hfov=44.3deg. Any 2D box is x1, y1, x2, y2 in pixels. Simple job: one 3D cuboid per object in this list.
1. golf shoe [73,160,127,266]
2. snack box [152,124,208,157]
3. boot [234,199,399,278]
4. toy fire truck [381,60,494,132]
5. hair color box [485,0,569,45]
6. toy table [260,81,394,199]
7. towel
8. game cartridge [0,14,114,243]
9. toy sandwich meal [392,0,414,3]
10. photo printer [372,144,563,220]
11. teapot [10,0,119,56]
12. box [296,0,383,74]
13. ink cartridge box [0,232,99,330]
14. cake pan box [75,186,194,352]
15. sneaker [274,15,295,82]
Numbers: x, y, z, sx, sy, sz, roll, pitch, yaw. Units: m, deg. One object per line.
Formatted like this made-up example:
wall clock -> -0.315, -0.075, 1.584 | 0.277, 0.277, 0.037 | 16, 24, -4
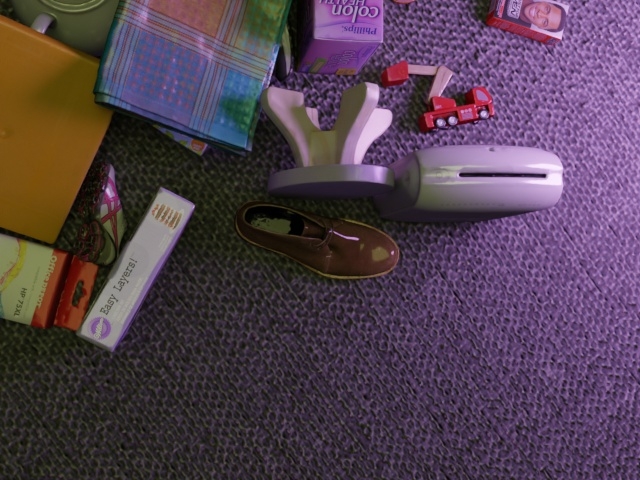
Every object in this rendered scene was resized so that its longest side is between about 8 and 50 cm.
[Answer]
golf shoe -> -0.373, -0.044, 1.356 | 0.067, 0.086, 0.186 | -10, 71, 32
snack box -> -0.218, -0.233, 1.395 | 0.100, 0.037, 0.141 | 32, 83, -5
boot -> 0.000, 0.000, 1.381 | 0.305, 0.115, 0.112 | 14, 83, -9
toy fire truck -> 0.219, -0.273, 1.461 | 0.192, 0.047, 0.135 | -13, 88, -10
hair color box -> 0.393, -0.430, 1.498 | 0.141, 0.043, 0.072 | 15, 84, -9
toy table -> 0.017, -0.159, 1.318 | 0.252, 0.274, 0.161 | 6, 83, -44
towel -> -0.186, -0.350, 1.260 | 0.271, 0.040, 0.370 | 17, 87, -26
game cartridge -> -0.498, -0.179, 1.243 | 0.285, 0.052, 0.323 | 22, 108, -25
toy sandwich meal -> 0.150, -0.484, 1.468 | 0.085, 0.029, 0.085 | 0, 87, -9
photo printer -> 0.243, -0.091, 1.325 | 0.256, 0.307, 0.107 | 0, 87, -10
teapot -> -0.406, -0.431, 1.300 | 0.252, 0.187, 0.256 | -22, 92, -9
box -> 0.028, -0.431, 1.354 | 0.117, 0.213, 0.243 | 0, 88, -9
ink cartridge box -> -0.503, 0.065, 1.316 | 0.231, 0.078, 0.134 | 15, 85, -8
cake pan box -> -0.293, 0.048, 1.266 | 0.070, 0.246, 0.267 | 29, 83, -6
sneaker -> -0.114, -0.407, 1.383 | 0.108, 0.100, 0.271 | -20, 104, 3
